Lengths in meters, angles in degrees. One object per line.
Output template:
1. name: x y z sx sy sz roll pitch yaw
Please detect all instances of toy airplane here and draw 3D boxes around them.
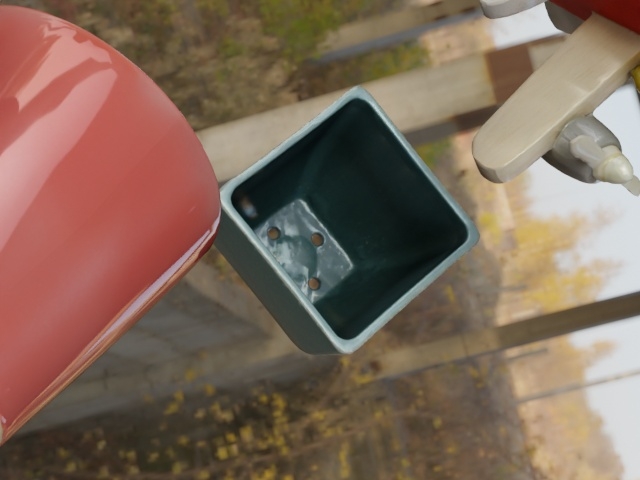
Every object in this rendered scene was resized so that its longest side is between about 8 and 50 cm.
1. toy airplane: 0.350 -0.218 1.189 0.272 0.386 0.384 53 32 -23

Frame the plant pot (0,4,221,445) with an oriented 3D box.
1. plant pot: -0.248 0.005 0.869 0.243 0.275 0.275 -56 140 -36

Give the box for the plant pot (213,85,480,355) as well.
1. plant pot: 0.000 0.000 1.516 0.248 0.247 0.252 51 -24 -1
